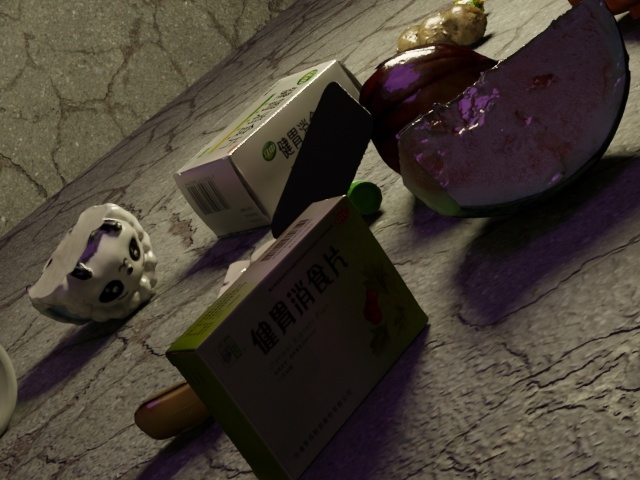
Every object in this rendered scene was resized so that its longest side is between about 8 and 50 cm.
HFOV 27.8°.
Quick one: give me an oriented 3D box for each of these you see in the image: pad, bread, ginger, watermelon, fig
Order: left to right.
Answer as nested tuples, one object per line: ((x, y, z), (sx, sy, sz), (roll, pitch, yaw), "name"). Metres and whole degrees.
((-0.163, 0.200, 1.543), (0.115, 0.056, 0.082), (-25, -8, -24), "bread")
((-0.008, -0.118, 1.877), (0.323, 0.055, 0.250), (-103, 33, -67), "pad")
((0.223, -0.381, 2.391), (0.104, 0.080, 0.204), (-38, 14, -33), "ginger")
((0.177, -0.203, 1.777), (0.249, 0.186, 0.204), (-41, -3, 16), "fig")
((0.242, -0.145, 1.513), (0.305, 0.180, 0.224), (-39, 28, -10), "watermelon")

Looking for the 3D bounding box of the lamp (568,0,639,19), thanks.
((0.442, -0.402, 1.898), (0.188, 0.163, 0.187), (-17, -2, -1), "lamp")

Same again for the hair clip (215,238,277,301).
((-0.082, 0.081, 1.671), (0.101, 0.085, 0.331), (-30, 15, 8), "hair clip")

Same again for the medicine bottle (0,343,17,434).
((-0.656, 0.256, 2.066), (0.340, 0.208, 0.208), (-18, 23, 44), "medicine bottle")

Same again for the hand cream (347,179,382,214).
((0.024, -0.064, 1.964), (0.079, 0.050, 0.275), (-12, 5, -16), "hand cream")

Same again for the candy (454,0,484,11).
((0.274, -0.450, 2.564), (0.060, 0.060, 0.201), (-36, 9, -6), "candy")

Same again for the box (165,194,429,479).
((-0.016, 0.098, 1.336), (0.062, 0.175, 0.260), (-11, 29, 51), "box")

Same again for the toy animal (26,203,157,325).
((-0.371, 0.056, 2.181), (0.204, 0.156, 0.208), (-8, 47, 50), "toy animal")

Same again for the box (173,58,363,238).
((-0.071, -0.161, 2.231), (0.173, 0.145, 0.333), (-10, 29, 50), "box")
